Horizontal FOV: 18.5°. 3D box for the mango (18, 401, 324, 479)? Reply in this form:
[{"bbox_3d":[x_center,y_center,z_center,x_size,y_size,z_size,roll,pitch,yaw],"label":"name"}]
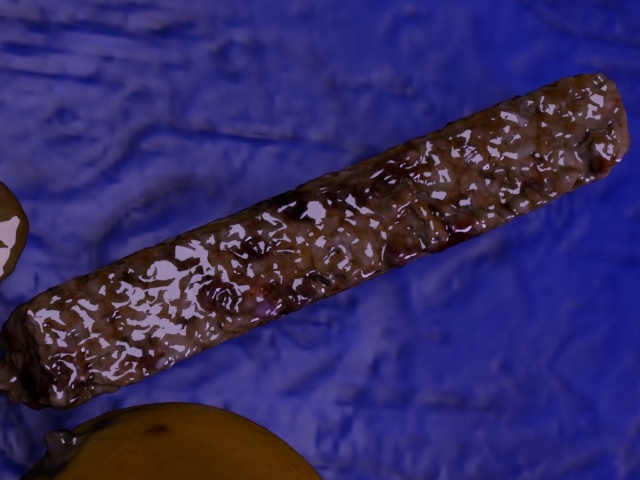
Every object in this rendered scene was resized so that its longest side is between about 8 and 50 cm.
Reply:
[{"bbox_3d":[-0.037,0.132,0.519,0.115,0.090,0.178,-5,90,-27],"label":"mango"}]

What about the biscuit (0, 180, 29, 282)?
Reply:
[{"bbox_3d":[-0.222,0.007,0.506,0.254,0.029,0.172,29,73,-13],"label":"biscuit"}]

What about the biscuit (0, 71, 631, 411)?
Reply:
[{"bbox_3d":[0.000,0.000,0.565,0.199,0.064,0.034,-23,89,-22],"label":"biscuit"}]
